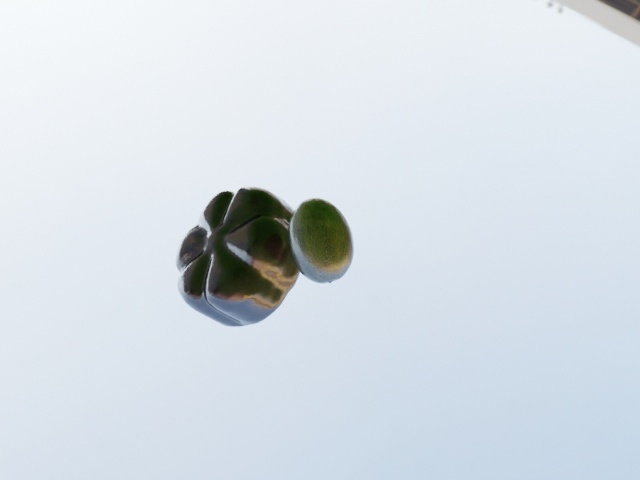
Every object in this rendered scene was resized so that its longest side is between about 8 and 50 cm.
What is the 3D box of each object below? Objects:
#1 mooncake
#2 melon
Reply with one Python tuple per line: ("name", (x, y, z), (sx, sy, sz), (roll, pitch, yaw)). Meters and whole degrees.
("mooncake", (-0.135, 0.026, 1.249), (0.133, 0.245, 0.245), (34, -148, -40))
("melon", (0.000, 0.000, 1.113), (0.098, 0.098, 0.130), (-13, -94, -29))
